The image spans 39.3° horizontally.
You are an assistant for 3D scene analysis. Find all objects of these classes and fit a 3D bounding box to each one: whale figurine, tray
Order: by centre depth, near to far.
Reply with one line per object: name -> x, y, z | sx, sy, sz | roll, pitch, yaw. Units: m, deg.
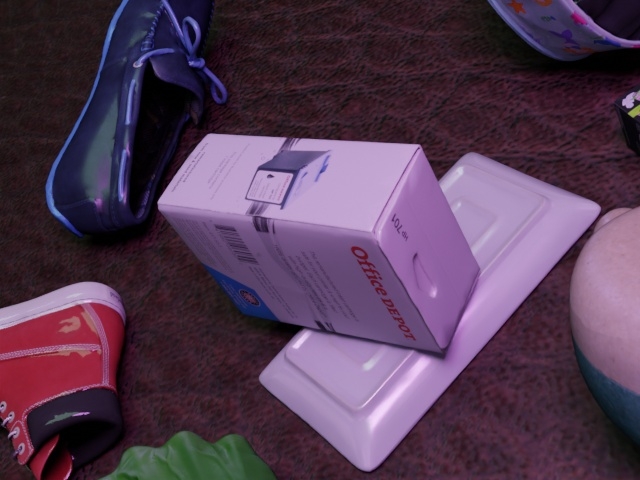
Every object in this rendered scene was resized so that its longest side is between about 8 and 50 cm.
whale figurine -> 0.264, 0.035, 0.528 | 0.216, 0.141, 0.272 | 13, 36, 40
tray -> 0.077, 0.037, 0.695 | 0.270, 0.030, 0.145 | -46, 44, -12

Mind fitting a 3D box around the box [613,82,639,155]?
box -> 0.271, -0.084, 0.663 | 0.062, 0.052, 0.083 | -35, 43, 2

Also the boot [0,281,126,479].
boot -> -0.285, 0.150, 0.783 | 0.244, 0.088, 0.176 | -21, 46, 10

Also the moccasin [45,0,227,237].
moccasin -> -0.168, -0.151, 0.966 | 0.117, 0.138, 0.342 | 5, 69, 30

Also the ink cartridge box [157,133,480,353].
ink cartridge box -> 0.000, 0.000, 0.649 | 0.191, 0.139, 0.082 | 6, 55, 35

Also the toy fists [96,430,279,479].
toy fists -> -0.144, 0.242, 0.606 | 0.279, 0.096, 0.142 | -37, 52, -4

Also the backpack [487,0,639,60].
backpack -> 0.231, -0.282, 0.746 | 0.253, 0.225, 0.191 | -56, 24, -15
